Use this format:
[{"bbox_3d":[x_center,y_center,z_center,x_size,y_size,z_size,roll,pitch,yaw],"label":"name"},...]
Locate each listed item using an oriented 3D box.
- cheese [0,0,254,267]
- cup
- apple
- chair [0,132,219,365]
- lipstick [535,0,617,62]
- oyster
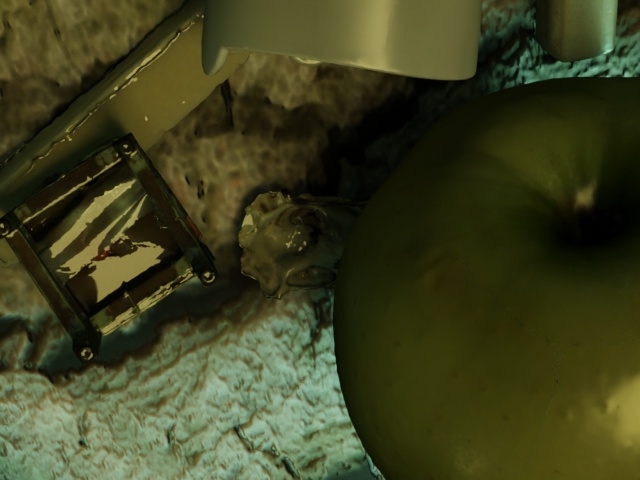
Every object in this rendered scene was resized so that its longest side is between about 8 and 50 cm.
[{"bbox_3d":[-0.146,-0.125,1.656,0.400,0.034,0.085,-40,129,4],"label":"cheese"},{"bbox_3d":[0.039,-0.255,1.538,0.289,0.219,0.258,-14,112,-60],"label":"cup"},{"bbox_3d":[0.238,0.090,1.733,0.473,0.473,0.474,-13,126,-18],"label":"apple"},{"bbox_3d":[-0.178,-0.001,1.645,0.136,0.270,0.147,-33,96,-1],"label":"chair"},{"bbox_3d":[0.226,-0.282,1.698,0.077,0.079,0.253,-17,129,-16],"label":"lipstick"},{"bbox_3d":[0.000,0.003,1.802,0.165,0.053,0.108,4,102,-20],"label":"oyster"}]
